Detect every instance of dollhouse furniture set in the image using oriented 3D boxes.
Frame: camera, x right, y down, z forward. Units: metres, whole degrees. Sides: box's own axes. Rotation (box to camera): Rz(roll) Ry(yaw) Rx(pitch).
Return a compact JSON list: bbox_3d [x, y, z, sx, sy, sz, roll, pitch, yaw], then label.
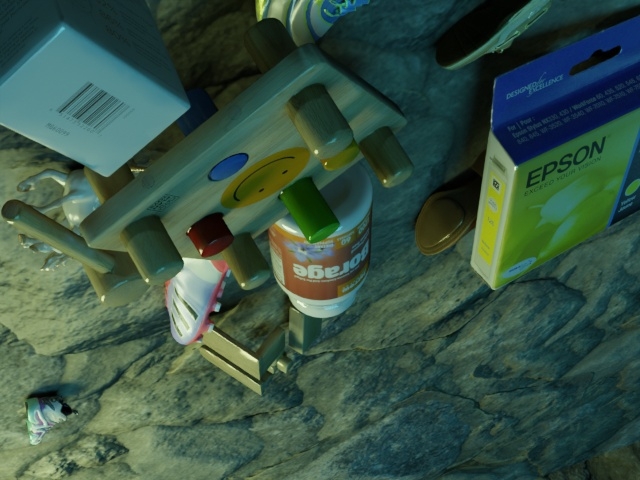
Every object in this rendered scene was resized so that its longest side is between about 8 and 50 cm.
[{"bbox_3d":[-0.089,0.113,1.273,0.151,0.123,0.144,-50,160,-29],"label":"dollhouse furniture set"}]

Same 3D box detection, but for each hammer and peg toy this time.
[{"bbox_3d":[-0.100,-0.033,0.847,0.361,0.127,0.266,-36,165,14],"label":"hammer and peg toy"}]

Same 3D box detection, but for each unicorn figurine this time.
[{"bbox_3d":[-0.244,-0.037,0.923,0.111,0.060,0.162,-17,157,-31],"label":"unicorn figurine"}]

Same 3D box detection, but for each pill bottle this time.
[{"bbox_3d":[0.000,0.000,1.076,0.121,0.121,0.216,-19,148,-10],"label":"pill bottle"}]

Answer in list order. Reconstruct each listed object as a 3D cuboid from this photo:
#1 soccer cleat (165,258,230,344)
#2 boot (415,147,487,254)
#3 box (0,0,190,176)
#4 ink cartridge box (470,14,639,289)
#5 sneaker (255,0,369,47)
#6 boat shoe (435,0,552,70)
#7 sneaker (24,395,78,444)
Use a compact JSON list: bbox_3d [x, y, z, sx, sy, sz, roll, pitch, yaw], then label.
[{"bbox_3d":[-0.153,0.039,1.089,0.095,0.083,0.248,19,140,-10],"label":"soccer cleat"},{"bbox_3d":[0.229,-0.046,1.217,0.152,0.073,0.197,2,142,-43],"label":"boot"},{"bbox_3d":[-0.191,-0.154,0.672,0.091,0.171,0.130,-37,146,17],"label":"box"},{"bbox_3d":[0.329,-0.113,1.114,0.303,0.072,0.307,-25,145,-18],"label":"ink cartridge box"},{"bbox_3d":[0.019,-0.225,0.752,0.091,0.126,0.240,-4,143,-29],"label":"sneaker"},{"bbox_3d":[0.182,-0.217,0.948,0.135,0.050,0.045,-35,142,16],"label":"boat shoe"},{"bbox_3d":[-0.369,0.246,1.267,0.069,0.038,0.098,-9,146,-22],"label":"sneaker"}]
